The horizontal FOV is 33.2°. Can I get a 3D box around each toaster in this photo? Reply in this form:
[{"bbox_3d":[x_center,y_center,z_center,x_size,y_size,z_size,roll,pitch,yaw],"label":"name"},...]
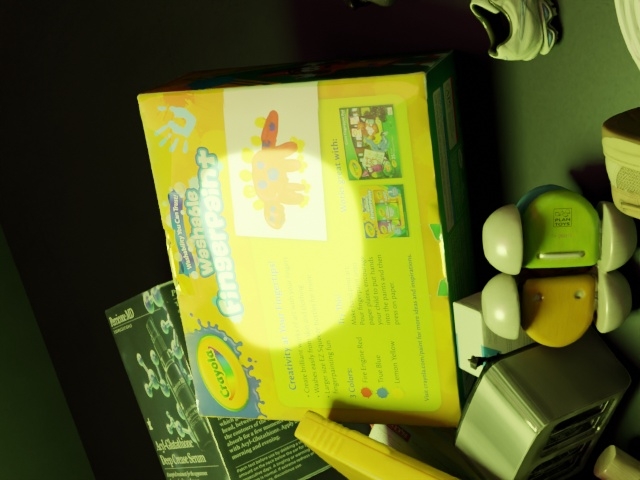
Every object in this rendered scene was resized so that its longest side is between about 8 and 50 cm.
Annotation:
[{"bbox_3d":[0.248,0.199,1.236,0.110,0.185,0.168,51,143,36],"label":"toaster"}]

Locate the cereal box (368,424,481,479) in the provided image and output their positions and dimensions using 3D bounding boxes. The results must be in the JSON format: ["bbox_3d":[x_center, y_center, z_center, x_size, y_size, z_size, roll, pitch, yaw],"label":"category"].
[{"bbox_3d":[0.144,0.320,1.509,0.173,0.047,0.240,36,148,13],"label":"cereal box"}]

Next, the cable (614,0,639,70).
[{"bbox_3d":[0.371,-0.213,0.905,0.257,0.089,0.257,-26,85,58],"label":"cable"}]

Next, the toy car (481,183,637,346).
[{"bbox_3d":[0.256,0.019,1.188,0.136,0.159,0.182,-91,-3,-65],"label":"toy car"}]

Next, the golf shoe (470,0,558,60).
[{"bbox_3d":[0.194,-0.277,1.147,0.069,0.086,0.176,-19,89,60],"label":"golf shoe"}]

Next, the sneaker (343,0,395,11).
[{"bbox_3d":[0.081,-0.342,1.297,0.234,0.078,0.106,-15,97,62],"label":"sneaker"}]

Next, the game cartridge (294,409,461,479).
[{"bbox_3d":[0.155,0.332,1.332,0.323,0.053,0.285,21,162,38],"label":"game cartridge"}]

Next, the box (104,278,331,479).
[{"bbox_3d":[-0.181,0.251,1.896,0.293,0.212,0.396,-24,86,59],"label":"box"}]

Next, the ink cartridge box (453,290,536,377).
[{"bbox_3d":[0.223,0.101,1.278,0.052,0.122,0.089,22,125,55],"label":"ink cartridge box"}]

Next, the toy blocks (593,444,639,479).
[{"bbox_3d":[0.411,0.364,1.098,0.260,0.309,0.288,33,157,-3],"label":"toy blocks"}]

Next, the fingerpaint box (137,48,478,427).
[{"bbox_3d":[0.000,0.000,1.371,0.371,0.163,0.445,-2,109,21],"label":"fingerpaint box"}]

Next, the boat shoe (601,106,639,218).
[{"bbox_3d":[0.393,-0.033,0.960,0.341,0.121,0.110,36,141,56],"label":"boat shoe"}]

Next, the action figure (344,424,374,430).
[{"bbox_3d":[0.108,0.428,1.654,0.139,0.091,0.280,-159,54,-71],"label":"action figure"}]
